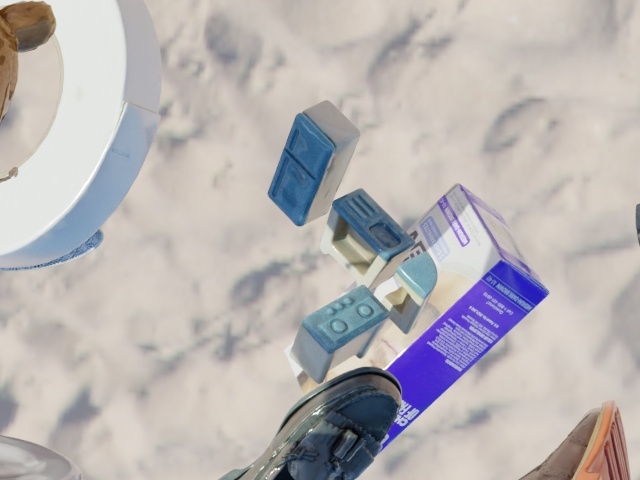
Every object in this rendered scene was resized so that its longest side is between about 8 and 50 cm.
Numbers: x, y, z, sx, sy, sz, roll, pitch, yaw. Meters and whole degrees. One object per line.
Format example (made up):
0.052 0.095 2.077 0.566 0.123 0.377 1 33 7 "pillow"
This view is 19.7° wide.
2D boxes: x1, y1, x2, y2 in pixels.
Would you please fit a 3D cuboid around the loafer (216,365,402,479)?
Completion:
-0.021 0.228 1.725 0.267 0.084 0.096 -42 120 19 "loafer"

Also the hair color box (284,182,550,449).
0.120 0.108 2.418 0.110 0.185 0.339 33 109 -34 "hair color box"

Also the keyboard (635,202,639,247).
0.428 0.022 1.565 0.317 0.033 0.201 -17 111 43 "keyboard"

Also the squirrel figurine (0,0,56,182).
-0.393 -0.171 1.493 0.281 0.396 0.370 -6 180 -40 "squirrel figurine"

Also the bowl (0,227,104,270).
-0.359 -0.029 2.295 0.170 0.080 0.170 -10 160 -4 "bowl"

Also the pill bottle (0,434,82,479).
-0.274 0.300 1.391 0.160 0.160 0.283 8 99 -3 "pill bottle"

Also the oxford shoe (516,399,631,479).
0.211 0.210 1.596 0.098 0.271 0.096 -8 103 20 "oxford shoe"

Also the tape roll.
-0.352 -0.161 2.117 0.392 0.392 0.072 -19 159 28 "tape roll"

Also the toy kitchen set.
0.000 0.000 1.724 0.207 0.166 0.122 45 140 21 "toy kitchen set"
